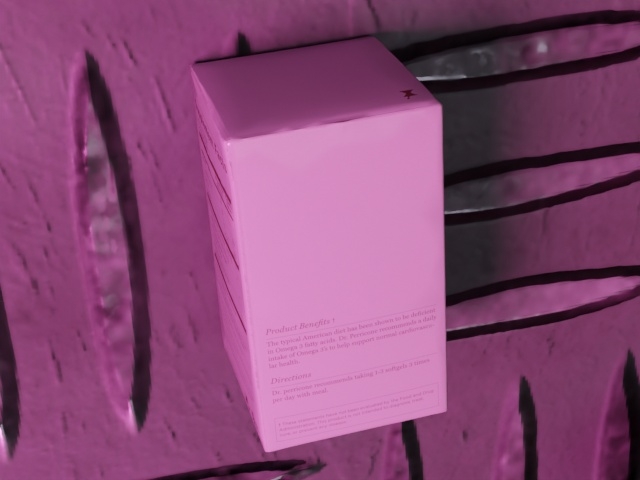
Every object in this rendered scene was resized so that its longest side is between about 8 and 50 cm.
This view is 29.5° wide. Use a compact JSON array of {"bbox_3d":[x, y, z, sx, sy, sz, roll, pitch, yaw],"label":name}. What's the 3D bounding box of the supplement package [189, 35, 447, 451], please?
[{"bbox_3d":[0.000,0.000,0.632,0.105,0.105,0.179,-10,119,-11],"label":"supplement package"}]
